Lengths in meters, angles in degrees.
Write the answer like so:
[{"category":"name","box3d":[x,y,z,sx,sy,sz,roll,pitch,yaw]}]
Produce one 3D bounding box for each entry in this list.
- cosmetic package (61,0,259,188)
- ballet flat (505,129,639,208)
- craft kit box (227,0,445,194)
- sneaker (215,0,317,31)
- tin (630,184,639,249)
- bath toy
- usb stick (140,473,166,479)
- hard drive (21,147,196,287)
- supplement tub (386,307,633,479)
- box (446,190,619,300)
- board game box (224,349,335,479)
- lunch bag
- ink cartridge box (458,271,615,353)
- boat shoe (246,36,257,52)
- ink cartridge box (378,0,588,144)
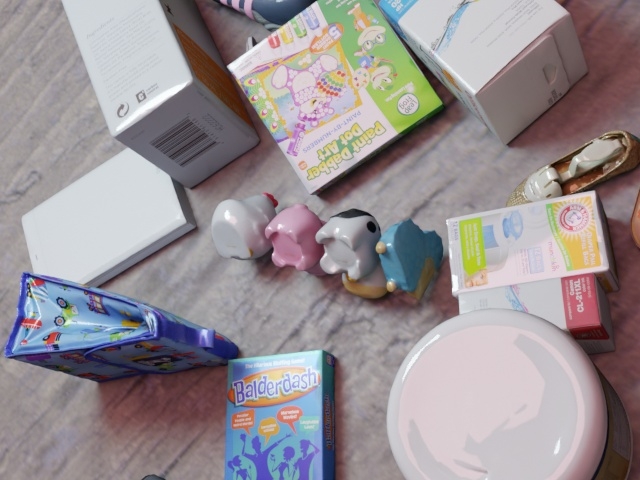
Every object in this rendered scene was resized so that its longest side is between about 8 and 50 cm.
[{"category":"cosmetic package","box3d":[-0.292,-0.338,1.551,0.161,0.230,0.453,-32,62,11]},{"category":"ballet flat","box3d":[0.341,-0.094,1.247,0.206,0.067,0.073,-32,62,13]},{"category":"craft kit box","box3d":[0.023,-0.239,1.410,0.250,0.061,0.247,-34,88,11]},{"category":"sneaker","box3d":[-0.103,-0.408,1.561,0.112,0.131,0.319,-41,35,-11]},{"category":"tin","box3d":[0.472,-0.057,1.189,0.106,0.040,0.190,15,78,25]},{"category":"bath toy","box3d":[0.000,0.000,1.347,0.348,0.151,0.129,12,39,31]},{"category":"usb stick","box3d":[-0.169,0.423,1.306,0.278,0.045,0.077,23,40,30]},{"category":"hard drive","box3d":[-0.378,-0.034,1.590,0.307,0.040,0.203,-30,61,14]},{"category":"supplement tub","box3d":[0.230,0.220,1.040,0.228,0.316,0.228,-9,68,23]},{"category":"box","box3d":[0.283,0.019,1.212,0.203,0.103,0.114,-11,68,22]},{"category":"board game box","box3d":[-0.059,0.272,1.319,0.160,0.047,0.210,-10,67,23]},{"category":"lunch bag","box3d":[-0.281,0.139,1.373,0.293,0.221,0.138,-1,72,26]},{"category":"ink cartridge box","box3d":[0.278,0.105,1.169,0.175,0.127,0.072,-10,66,22]},{"category":"boat shoe","box3d":[-0.121,-0.306,1.570,0.035,0.035,0.100,-16,72,17]},{"category":"ink cartridge box","box3d":[0.237,-0.293,1.310,0.168,0.171,0.233,-42,59,7]}]
